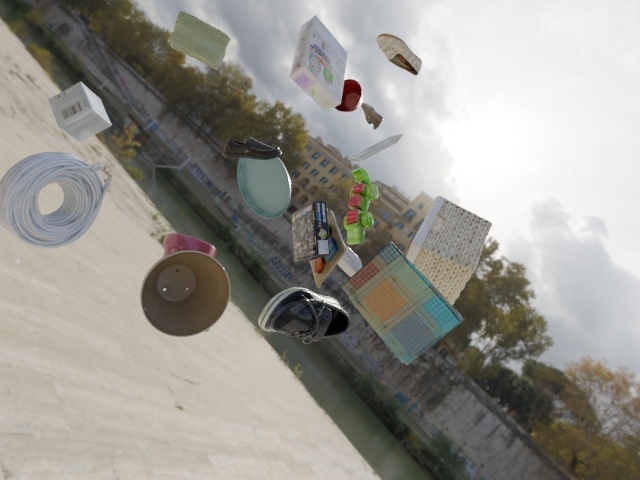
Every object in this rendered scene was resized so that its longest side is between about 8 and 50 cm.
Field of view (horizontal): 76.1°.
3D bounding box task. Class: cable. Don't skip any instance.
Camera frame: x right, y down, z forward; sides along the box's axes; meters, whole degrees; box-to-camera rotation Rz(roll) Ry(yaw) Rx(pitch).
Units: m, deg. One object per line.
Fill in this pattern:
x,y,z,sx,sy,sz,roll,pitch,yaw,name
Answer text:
-0.701,-0.107,1.071,0.089,0.257,0.257,22,4,20,cable

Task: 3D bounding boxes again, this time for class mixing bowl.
0.162,-0.781,2.255,0.181,0.181,0.098,43,15,25,mixing bowl

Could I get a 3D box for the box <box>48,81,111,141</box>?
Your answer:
-0.639,-0.341,1.089,0.102,0.101,0.087,62,0,17,box

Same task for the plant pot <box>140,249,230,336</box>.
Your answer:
-0.476,0.165,1.401,0.284,0.284,0.191,50,-19,-25,plant pot

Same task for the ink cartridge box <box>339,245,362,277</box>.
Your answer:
0.110,0.085,1.627,0.232,0.066,0.189,40,-7,-31,ink cartridge box

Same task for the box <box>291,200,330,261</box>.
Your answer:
-0.038,-0.024,1.372,0.220,0.051,0.175,160,-73,-66,box

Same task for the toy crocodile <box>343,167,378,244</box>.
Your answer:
0.160,-0.144,1.730,0.115,0.341,0.105,-4,-23,41,toy crocodile

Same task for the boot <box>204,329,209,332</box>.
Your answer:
-0.547,0.273,1.786,0.095,0.123,0.258,119,-32,-67,boot

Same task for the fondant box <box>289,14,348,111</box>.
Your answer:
0.001,-0.772,1.791,0.096,0.330,0.238,-16,-36,38,fondant box

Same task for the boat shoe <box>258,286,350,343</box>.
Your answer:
-0.041,0.298,1.596,0.156,0.187,0.500,34,9,34,boat shoe

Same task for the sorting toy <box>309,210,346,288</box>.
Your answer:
0.000,0.000,1.563,0.041,0.229,0.307,12,38,-26,sorting toy

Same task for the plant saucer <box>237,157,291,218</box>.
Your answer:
-0.237,-0.249,1.759,0.317,0.043,0.318,19,-59,34,plant saucer

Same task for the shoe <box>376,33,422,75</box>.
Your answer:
0.301,-0.701,1.547,0.219,0.058,0.076,23,-18,-26,shoe

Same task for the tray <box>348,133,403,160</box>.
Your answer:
0.275,-0.455,2.030,0.030,0.270,0.145,64,-9,-15,tray

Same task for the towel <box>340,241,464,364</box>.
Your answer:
0.279,0.226,1.456,0.370,0.271,0.040,49,16,8,towel

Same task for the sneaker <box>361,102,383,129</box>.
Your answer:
0.247,-0.633,2.076,0.066,0.071,0.188,6,38,-32,sneaker

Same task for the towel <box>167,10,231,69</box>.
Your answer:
-0.331,-0.551,1.126,0.148,0.110,0.027,21,-4,-23,towel

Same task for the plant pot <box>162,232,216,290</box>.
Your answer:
-0.524,0.093,1.575,0.201,0.180,0.201,12,-19,4,plant pot

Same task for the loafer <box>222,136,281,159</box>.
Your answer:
-0.254,-0.345,1.526,0.080,0.220,0.078,-113,-155,-70,loafer

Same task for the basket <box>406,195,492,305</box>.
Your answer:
0.526,0.052,1.755,0.266,0.328,0.331,25,-37,16,basket
